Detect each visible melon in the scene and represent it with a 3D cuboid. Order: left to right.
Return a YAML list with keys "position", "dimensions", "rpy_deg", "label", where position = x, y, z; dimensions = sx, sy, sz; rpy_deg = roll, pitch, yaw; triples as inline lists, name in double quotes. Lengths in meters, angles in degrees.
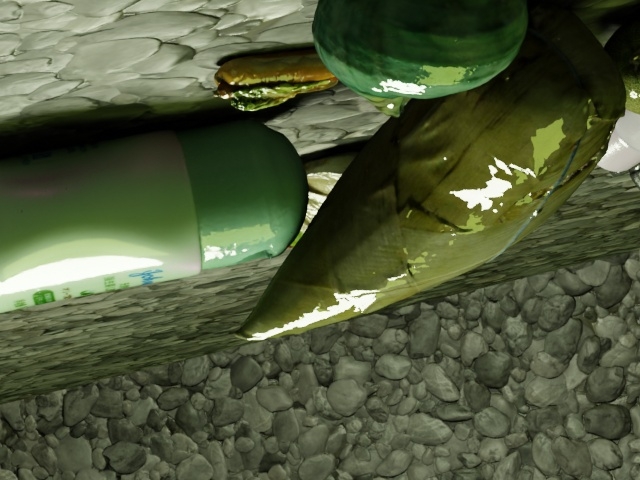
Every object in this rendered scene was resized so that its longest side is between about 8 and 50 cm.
- position: [0.328, -0.169, 1.522]
  dimensions: [0.099, 0.099, 0.162]
  rpy_deg: [-16, 175, 26]
  label: "melon"

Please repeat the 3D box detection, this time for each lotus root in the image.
- position: [0.026, -0.052, 1.853]
  dimensions: [0.144, 0.070, 0.143]
  rpy_deg: [23, 126, -6]
  label: "lotus root"

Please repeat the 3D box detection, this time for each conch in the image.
- position: [0.075, -0.164, 1.146]
  dimensions: [0.176, 0.122, 0.188]
  rpy_deg: [-32, -172, -39]
  label: "conch"

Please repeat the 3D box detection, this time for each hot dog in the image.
- position: [-0.035, -0.141, 1.383]
  dimensions: [0.133, 0.041, 0.056]
  rpy_deg: [-9, 170, -22]
  label: "hot dog"

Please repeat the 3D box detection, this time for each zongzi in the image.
- position: [0.094, -0.045, 1.469]
  dimensions: [0.393, 0.174, 0.356]
  rpy_deg: [-33, 172, -13]
  label: "zongzi"

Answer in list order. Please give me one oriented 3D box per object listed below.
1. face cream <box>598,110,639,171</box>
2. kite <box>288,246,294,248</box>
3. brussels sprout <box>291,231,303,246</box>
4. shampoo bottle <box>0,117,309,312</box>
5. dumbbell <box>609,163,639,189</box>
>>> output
- position: [0.394, -0.165, 1.678]
  dimensions: [0.154, 0.096, 0.274]
  rpy_deg: [-29, 177, -36]
  label: "face cream"
- position: [0.000, 0.000, 2.437]
  dimensions: [0.160, 0.010, 0.183]
  rpy_deg: [-15, 171, 20]
  label: "kite"
- position: [0.023, -0.042, 1.954]
  dimensions: [0.181, 0.100, 0.139]
  rpy_deg: [4, 149, -11]
  label: "brussels sprout"
- position: [-0.184, -0.029, 1.545]
  dimensions: [0.350, 0.151, 0.222]
  rpy_deg: [-12, 171, -10]
  label: "shampoo bottle"
- position: [0.457, -0.128, 1.810]
  dimensions: [0.143, 0.143, 0.325]
  rpy_deg: [-6, 169, -37]
  label: "dumbbell"
